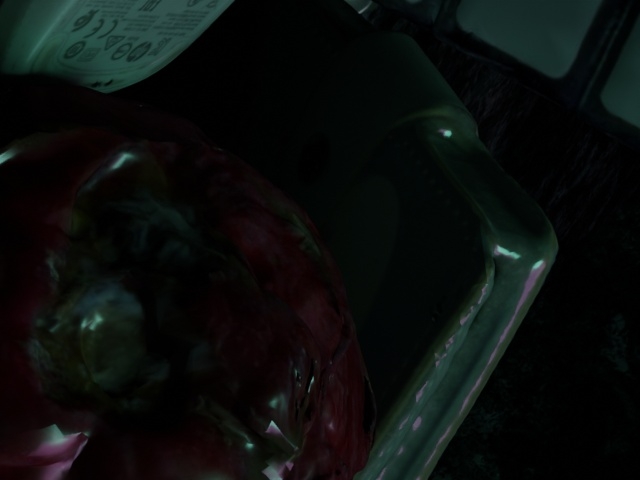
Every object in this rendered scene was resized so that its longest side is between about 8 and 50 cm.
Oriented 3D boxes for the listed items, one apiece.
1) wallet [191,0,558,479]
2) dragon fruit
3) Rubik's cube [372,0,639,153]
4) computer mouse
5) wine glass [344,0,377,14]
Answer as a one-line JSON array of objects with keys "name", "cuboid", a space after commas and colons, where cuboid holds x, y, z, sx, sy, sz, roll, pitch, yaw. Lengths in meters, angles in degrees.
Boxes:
[{"name": "wallet", "cuboid": [0.000, 0.000, 1.022, 0.083, 0.360, 0.252, 18, 114, -33]}, {"name": "dragon fruit", "cuboid": [-0.127, 0.081, 0.814, 0.329, 0.329, 0.329, -47, 164, -19]}, {"name": "Rubik's cube", "cuboid": [0.218, -0.250, 1.054, 0.305, 0.301, 0.304, -24, 142, -60]}, {"name": "computer mouse", "cuboid": [-0.064, -0.186, 0.810, 0.288, 0.097, 0.159, -43, 168, 24]}, {"name": "wine glass", "cuboid": [0.017, -0.182, 1.143, 0.039, 0.042, 0.083, -54, 162, -15]}]
